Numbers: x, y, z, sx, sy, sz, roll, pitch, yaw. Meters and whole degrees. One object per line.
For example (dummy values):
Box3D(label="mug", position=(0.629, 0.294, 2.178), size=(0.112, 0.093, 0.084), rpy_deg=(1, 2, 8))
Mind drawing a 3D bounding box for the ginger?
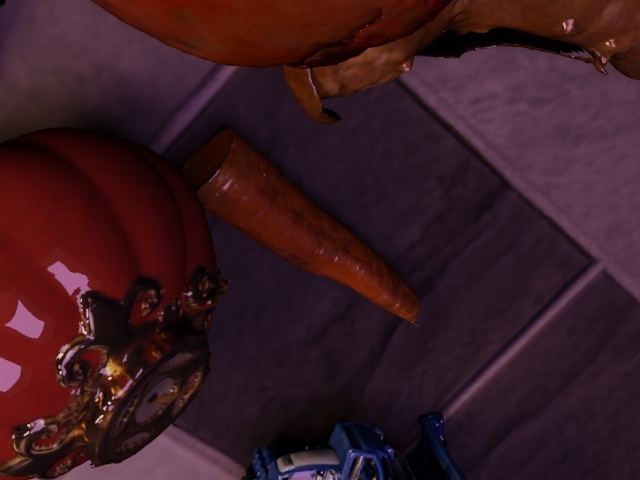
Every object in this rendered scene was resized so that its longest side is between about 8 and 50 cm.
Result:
Box3D(label="ginger", position=(0.119, -0.153, 0.757), size=(0.309, 0.107, 0.133), rpy_deg=(-9, 106, -17))

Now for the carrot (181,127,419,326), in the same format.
Box3D(label="carrot", position=(0.000, 0.000, 0.836), size=(0.224, 0.057, 0.057), rpy_deg=(34, 104, -33))

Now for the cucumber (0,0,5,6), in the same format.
Box3D(label="cucumber", position=(-0.256, -0.069, 0.720), size=(0.043, 0.044, 0.257), rpy_deg=(15, 115, -49))

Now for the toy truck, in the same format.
Box3D(label="toy truck", position=(0.049, 0.204, 0.923), size=(0.208, 0.113, 0.126), rpy_deg=(10, 113, -23))

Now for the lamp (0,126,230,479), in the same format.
Box3D(label="lamp", position=(-0.170, 0.035, 0.715), size=(0.227, 0.227, 0.227), rpy_deg=(-7, 119, -13))

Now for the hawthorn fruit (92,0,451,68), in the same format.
Box3D(label="hawthorn fruit", position=(-0.036, -0.232, 0.564), size=(0.316, 0.316, 0.316), rpy_deg=(-7, 119, -13))
